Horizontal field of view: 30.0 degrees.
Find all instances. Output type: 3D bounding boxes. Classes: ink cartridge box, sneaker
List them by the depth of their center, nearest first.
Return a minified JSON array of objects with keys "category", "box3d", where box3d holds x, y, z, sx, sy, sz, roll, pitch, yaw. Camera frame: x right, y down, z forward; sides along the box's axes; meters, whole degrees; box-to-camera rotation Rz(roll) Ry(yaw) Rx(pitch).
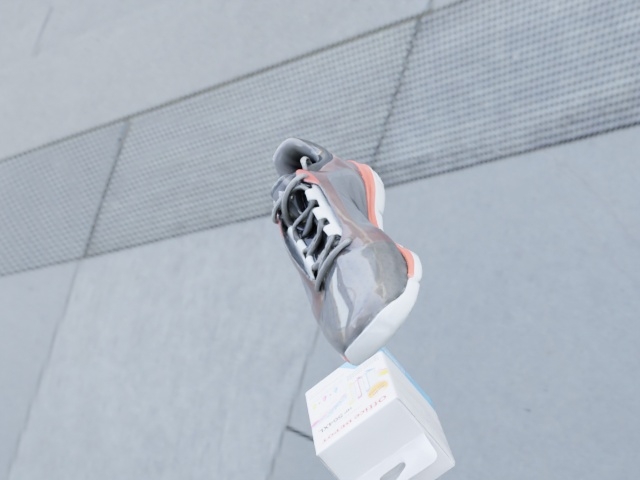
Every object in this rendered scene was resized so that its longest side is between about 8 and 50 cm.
[{"category":"sneaker","box3d":[0.000,0.000,0.577,0.061,0.065,0.158,-48,26,16]},{"category":"ink cartridge box","box3d":[0.053,0.173,1.086,0.092,0.090,0.143,-38,17,7]}]
